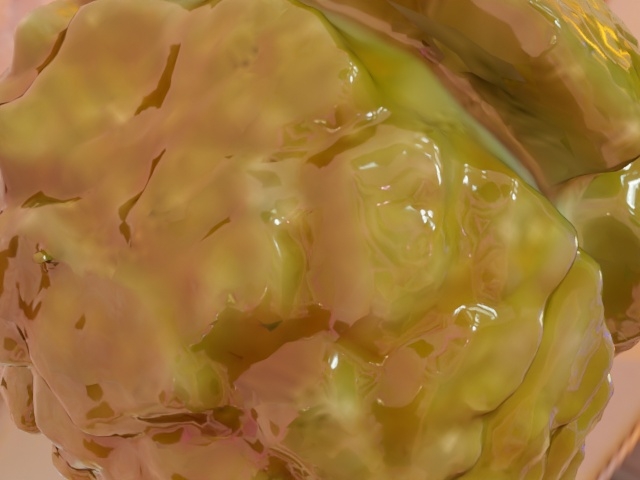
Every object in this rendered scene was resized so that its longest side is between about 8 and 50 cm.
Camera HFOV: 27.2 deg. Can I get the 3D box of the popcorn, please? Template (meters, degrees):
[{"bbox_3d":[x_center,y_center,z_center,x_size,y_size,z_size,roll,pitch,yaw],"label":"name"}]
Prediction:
[{"bbox_3d":[-0.008,-0.005,0.509,0.247,0.282,0.282,28,87,-61],"label":"popcorn"}]
